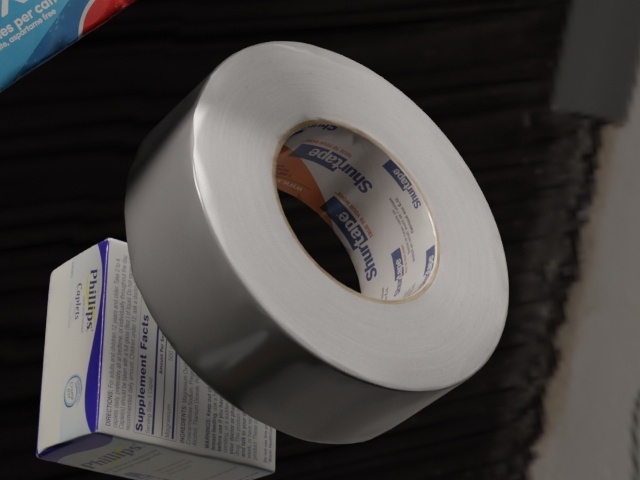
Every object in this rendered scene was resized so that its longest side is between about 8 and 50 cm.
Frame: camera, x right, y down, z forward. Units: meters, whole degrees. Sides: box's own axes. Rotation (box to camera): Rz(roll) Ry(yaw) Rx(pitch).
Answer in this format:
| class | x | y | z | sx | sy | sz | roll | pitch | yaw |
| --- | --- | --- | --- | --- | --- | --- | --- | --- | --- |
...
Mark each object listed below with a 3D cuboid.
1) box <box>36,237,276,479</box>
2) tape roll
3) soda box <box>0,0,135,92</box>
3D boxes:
| class | x | y | z | sx | sy | sz | roll | pitch | yaw |
| --- | --- | --- | --- | --- | --- | --- | --- | --- | --- |
| box | -0.100 | 0.082 | 1.172 | 0.072 | 0.137 | 0.126 | -24 | 57 | 45 |
| tape roll | 0.000 | 0.000 | 1.039 | 0.072 | 0.219 | 0.219 | -40 | 64 | 40 |
| soda box | -0.113 | -0.152 | 0.951 | 0.071 | 0.210 | 0.067 | 56 | -167 | -12 |
